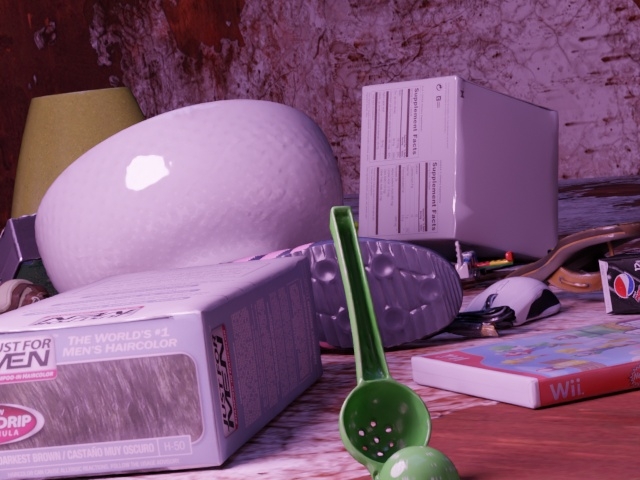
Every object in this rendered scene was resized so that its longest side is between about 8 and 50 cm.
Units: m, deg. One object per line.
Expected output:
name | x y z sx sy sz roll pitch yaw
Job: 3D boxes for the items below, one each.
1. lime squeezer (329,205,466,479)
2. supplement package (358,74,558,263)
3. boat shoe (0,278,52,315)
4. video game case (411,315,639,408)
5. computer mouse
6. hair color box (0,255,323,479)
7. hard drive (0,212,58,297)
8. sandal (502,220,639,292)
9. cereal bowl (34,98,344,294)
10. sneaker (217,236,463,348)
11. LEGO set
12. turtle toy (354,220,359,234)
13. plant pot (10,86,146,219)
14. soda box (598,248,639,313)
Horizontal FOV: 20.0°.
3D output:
lime squeezer | 0.056 0.108 1.052 0.058 0.110 0.310 9 29 -22
supplement package | 0.181 -0.082 2.313 0.145 0.204 0.262 -4 -9 36
boat shoe | -0.294 0.101 1.811 0.095 0.095 0.257 8 12 5
video game case | 0.243 0.090 1.453 0.285 0.025 0.204 -9 5 -23
computer mouse | 0.175 0.063 1.797 0.106 0.042 0.193 -5 4 32
hair color box | -0.127 0.091 1.415 0.185 0.114 0.374 -6 4 12
hard drive | -0.221 0.025 2.131 0.338 0.064 0.237 -10 -23 -24
sandal | 0.269 0.031 1.888 0.090 0.060 0.219 -9 -16 -39
cereal bowl | -0.125 0.005 1.917 0.339 0.141 0.339 -16 -28 -9
sneaker | -0.010 0.052 1.765 0.319 0.112 0.131 -5 4 15
LEGO set | 0.186 0.023 2.219 0.182 0.060 0.244 -10 2 -36
turtle toy | 0.000 0.000 2.758 0.130 0.066 0.095 -6 4 15
plant pot | -0.309 -0.058 2.487 0.274 0.294 0.275 -6 4 0
soda box | 0.350 0.032 1.816 0.053 0.060 0.169 -7 3 43
